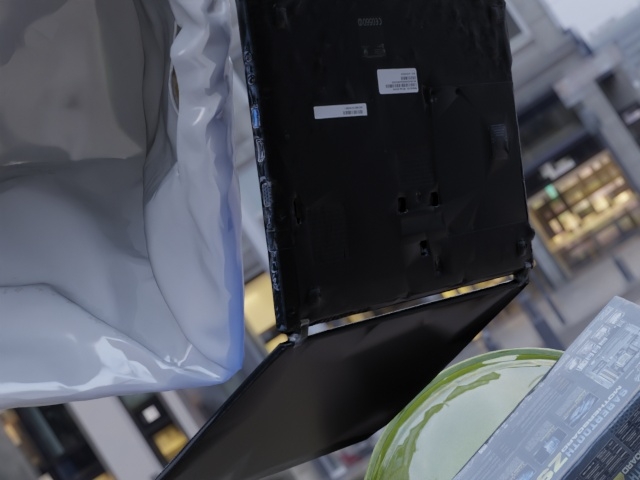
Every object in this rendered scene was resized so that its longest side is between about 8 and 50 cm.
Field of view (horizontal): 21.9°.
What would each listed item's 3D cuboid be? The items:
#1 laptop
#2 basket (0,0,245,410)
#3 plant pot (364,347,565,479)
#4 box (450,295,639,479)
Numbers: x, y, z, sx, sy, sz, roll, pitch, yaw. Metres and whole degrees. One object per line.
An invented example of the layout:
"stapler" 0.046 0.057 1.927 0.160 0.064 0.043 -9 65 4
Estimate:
"laptop" 0.000 0.000 0.886 0.137 0.264 0.234 -5 4 37
"basket" -0.215 -0.102 0.929 0.331 0.328 0.266 -5 31 -3
"plant pot" 0.223 0.296 1.623 0.366 0.366 0.353 -33 -2 0
"box" 0.199 0.155 1.273 0.232 0.059 0.183 -49 9 -1
